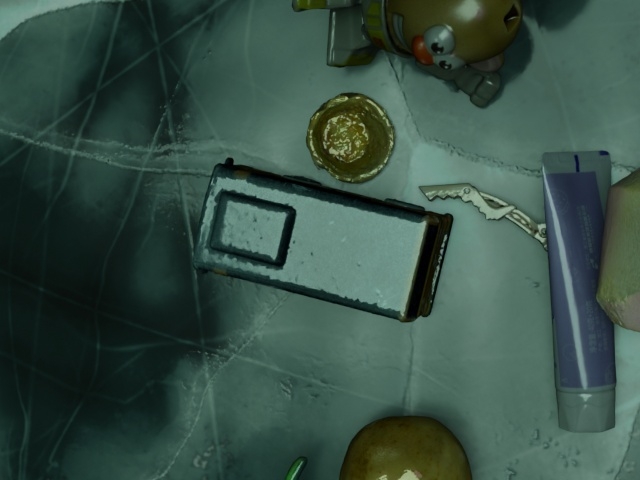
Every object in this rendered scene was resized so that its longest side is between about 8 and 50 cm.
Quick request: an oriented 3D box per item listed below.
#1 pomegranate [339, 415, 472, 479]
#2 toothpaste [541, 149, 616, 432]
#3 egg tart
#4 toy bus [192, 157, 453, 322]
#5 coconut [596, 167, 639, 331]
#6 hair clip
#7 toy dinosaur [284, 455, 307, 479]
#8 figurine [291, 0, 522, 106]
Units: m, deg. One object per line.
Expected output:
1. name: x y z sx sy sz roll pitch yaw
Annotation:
1. pomegranate: 0.113 0.328 1.690 0.196 0.196 0.196 0 92 12
2. toothpaste: 0.351 0.066 1.683 0.125 0.080 0.371 -5 95 -32
3. egg tart: 0.040 -0.144 1.765 0.129 0.049 0.128 0 92 10
4. toy bus: 0.000 0.000 1.703 0.323 0.194 0.162 14 95 11
5. coconut: 0.468 -0.004 1.587 0.233 0.233 0.245 9 98 11
6. hair clip: 0.245 -0.045 1.733 0.226 0.034 0.072 26 93 12
7. toy dinosaur: 0.129 0.550 1.723 0.374 0.144 0.500 1 96 7
8. figurine: 0.125 -0.300 1.628 0.285 0.342 0.167 11 84 32
